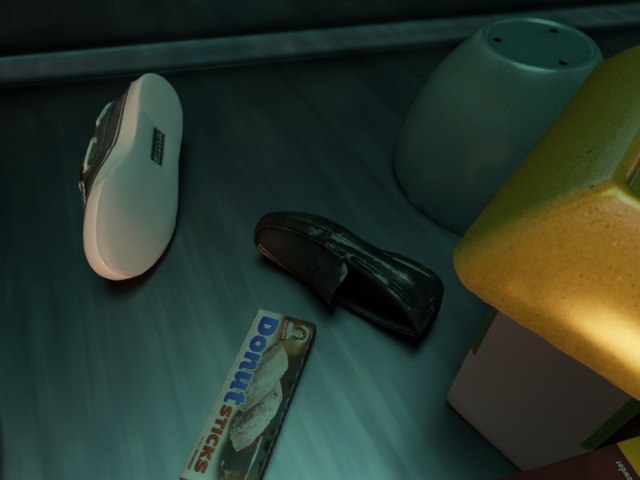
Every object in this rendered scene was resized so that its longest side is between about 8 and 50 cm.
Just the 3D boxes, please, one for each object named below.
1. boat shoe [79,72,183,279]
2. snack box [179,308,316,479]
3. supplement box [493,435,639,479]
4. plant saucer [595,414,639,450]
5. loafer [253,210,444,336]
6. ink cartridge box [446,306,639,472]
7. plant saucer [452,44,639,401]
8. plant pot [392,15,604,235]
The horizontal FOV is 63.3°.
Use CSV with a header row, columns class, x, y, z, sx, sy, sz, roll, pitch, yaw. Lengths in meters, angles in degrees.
class,x,y,z,sx,sy,sz,roll,pitch,yaw
boat shoe,-0.248,-0.079,0.645,0.102,0.108,0.301,-19,56,24
snack box,-0.061,0.146,0.485,0.064,0.022,0.178,13,48,12
supplement box,0.099,0.232,0.293,0.191,0.194,0.129,-11,48,-11
plant saucer,0.315,0.227,0.415,0.198,0.036,0.199,1,48,-1
loafer,0.021,0.033,0.557,0.223,0.076,0.078,24,43,14
ink cartridge box,0.260,0.052,0.461,0.278,0.201,0.117,-33,58,-29
plant saucer,0.307,-0.011,0.336,0.332,0.081,0.333,34,56,17
plant pot,0.249,-0.164,0.669,0.290,0.195,0.290,1,47,-1
